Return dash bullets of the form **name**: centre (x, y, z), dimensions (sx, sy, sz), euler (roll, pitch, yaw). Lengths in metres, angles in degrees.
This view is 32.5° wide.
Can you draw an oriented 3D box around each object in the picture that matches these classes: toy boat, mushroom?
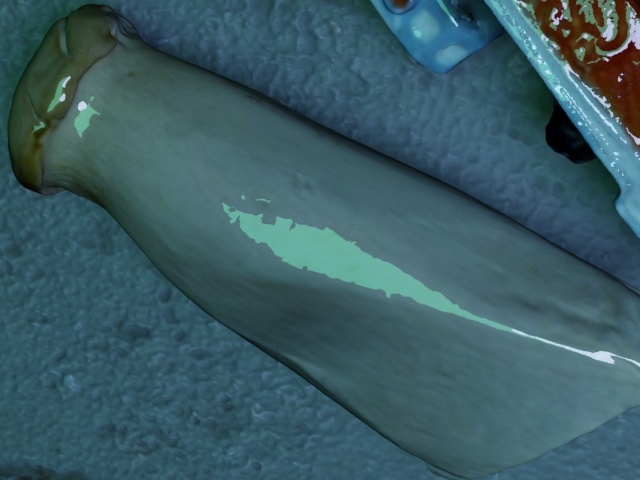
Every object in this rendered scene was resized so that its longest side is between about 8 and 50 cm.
- **toy boat**: centre (0.138, -0.106, 0.613), dimensions (0.133, 0.145, 0.332), euler (-37, 92, 37)
- **mushroom**: centre (0.001, 0.006, 0.656), dimensions (0.407, 0.137, 0.154), euler (30, 146, 7)
